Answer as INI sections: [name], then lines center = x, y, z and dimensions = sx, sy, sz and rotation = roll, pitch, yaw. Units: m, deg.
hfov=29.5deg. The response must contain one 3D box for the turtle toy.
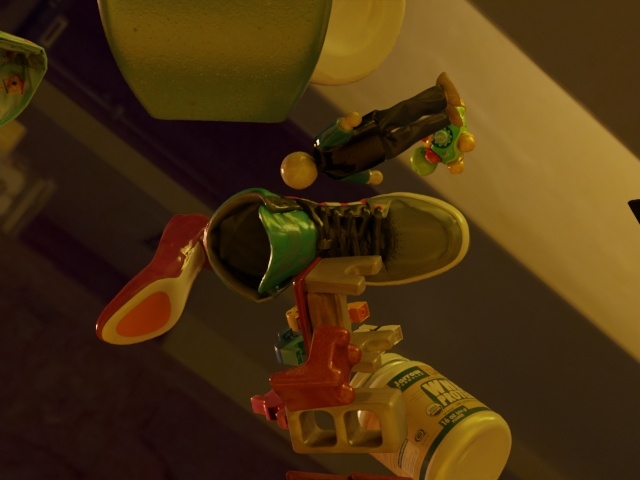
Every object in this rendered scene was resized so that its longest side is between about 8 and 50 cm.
[turtle toy]
center = 0.173, -0.143, 1.764
dimensions = 0.130, 0.066, 0.095
rotation = 111, -24, -48

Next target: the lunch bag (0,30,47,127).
[lunch bag]
center = -0.511, -0.214, 1.563
dimensions = 0.223, 0.160, 0.262
rotation = 23, -132, 40

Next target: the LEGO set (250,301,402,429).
[LEGO set]
center = -0.011, 0.124, 1.440
dimensions = 0.093, 0.087, 0.227
rotation = 5, -155, 40

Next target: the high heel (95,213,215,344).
[high heel]
center = -0.204, 0.039, 1.465
dimensions = 0.117, 0.082, 0.244
rotation = 24, -135, 30

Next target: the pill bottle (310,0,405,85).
[pill bottle]
center = -0.071, -0.324, 1.617
dimensions = 0.204, 0.204, 0.361
rotation = -55, -144, -10

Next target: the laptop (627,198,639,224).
[laptop]
center = 0.487, 0.072, 1.462
dimensions = 0.136, 0.234, 0.264
rotation = -43, -160, -26

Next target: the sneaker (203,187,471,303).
[sneaker]
center = 0.000, 0.000, 1.306
dimensions = 0.295, 0.124, 0.178
rotation = -1, -173, 21

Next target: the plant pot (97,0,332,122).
[plant pot]
center = -0.104, -0.263, 1.271
dimensions = 0.247, 0.248, 0.252
rotation = -91, -177, -62

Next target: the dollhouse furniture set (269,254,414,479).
[dollhouse furniture set]
center = -0.009, 0.223, 1.219
dimensions = 0.152, 0.374, 0.201
rotation = -3, -160, 21

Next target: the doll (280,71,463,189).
[doll]
center = 0.050, -0.097, 1.215
dimensions = 0.189, 0.129, 0.046
rotation = -25, -120, -5

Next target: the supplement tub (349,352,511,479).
[supplement tub]
center = 0.138, 0.250, 1.618
dimensions = 0.199, 0.144, 0.144
rotation = 33, -96, 41
